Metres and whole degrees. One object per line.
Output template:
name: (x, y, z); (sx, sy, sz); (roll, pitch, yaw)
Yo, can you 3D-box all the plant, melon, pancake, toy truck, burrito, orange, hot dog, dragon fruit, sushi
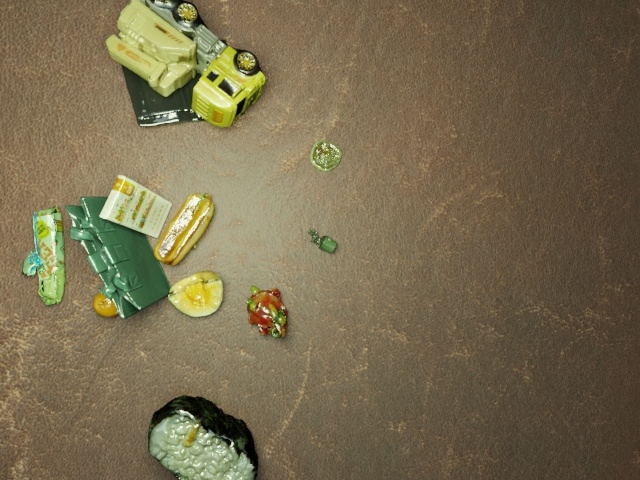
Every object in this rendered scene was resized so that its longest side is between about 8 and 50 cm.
plant: (0.000, 0.000, 1.293); (0.102, 0.051, 0.051); (31, 84, -3)
melon: (-0.369, 0.164, 1.222); (0.161, 0.079, 0.128); (-18, 110, -10)
pancake: (0.018, -0.276, 1.317); (0.108, 0.017, 0.107); (0, 86, -6)
toy truck: (-0.373, -0.504, 1.139); (0.405, 0.181, 0.253); (36, 75, -12)
burrito: (-0.796, 0.043, 1.159); (0.105, 0.054, 0.287); (-4, 90, -9)
orange: (-0.619, 0.185, 1.178); (0.084, 0.070, 0.083); (0, 87, -5)
hot dog: (-0.402, -0.036, 1.220); (0.104, 0.076, 0.250); (28, 81, 12)
dragon fruit: (-0.151, 0.225, 1.243); (0.142, 0.175, 0.138); (30, 95, -38)
sushi: (-0.334, 0.595, 1.170); (0.350, 0.171, 0.210); (39, 85, -6)

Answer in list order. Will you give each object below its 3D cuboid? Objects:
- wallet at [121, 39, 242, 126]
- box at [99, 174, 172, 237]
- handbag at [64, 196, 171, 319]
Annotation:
wallet: (-0.419, -0.478, 1.236); (0.324, 0.041, 0.246); (-14, 92, -13)
box: (-0.506, -0.088, 1.125); (0.032, 0.220, 0.122); (19, 82, 15)
handbag: (-0.549, 0.040, 1.109); (0.090, 0.238, 0.326); (-24, 93, 1)
